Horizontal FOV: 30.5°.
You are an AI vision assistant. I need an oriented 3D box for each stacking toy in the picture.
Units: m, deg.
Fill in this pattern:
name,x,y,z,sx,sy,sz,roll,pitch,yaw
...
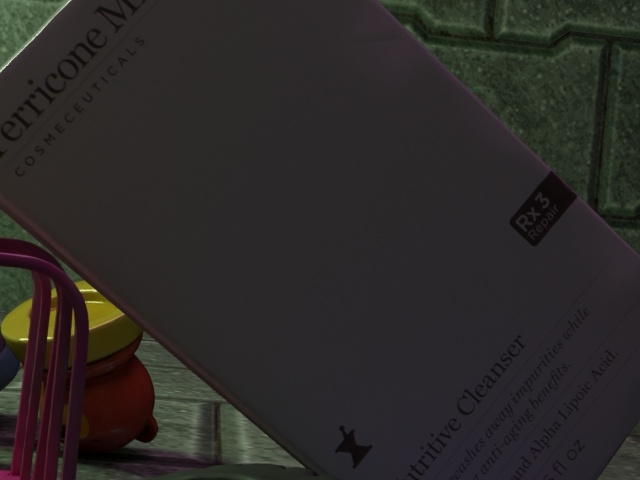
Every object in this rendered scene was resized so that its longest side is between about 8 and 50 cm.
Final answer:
name,x,y,z,sx,sy,sz,roll,pitch,yaw
stacking toy,-0.309,0.140,0.971,0.309,0.130,0.279,2,24,34

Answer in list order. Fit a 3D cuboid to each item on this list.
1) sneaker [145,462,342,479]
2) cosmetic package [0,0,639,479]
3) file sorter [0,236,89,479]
name,x,y,z,sx,sy,sz,roll,pitch,yaw
sneaker,-0.009,0.133,0.270,0.139,0.125,0.340,-1,2,-43
cosmetic package,0.000,0.000,0.673,0.385,0.217,0.156,41,-9,-12
file sorter,-0.239,0.081,0.626,0.202,0.182,0.290,6,0,-19
